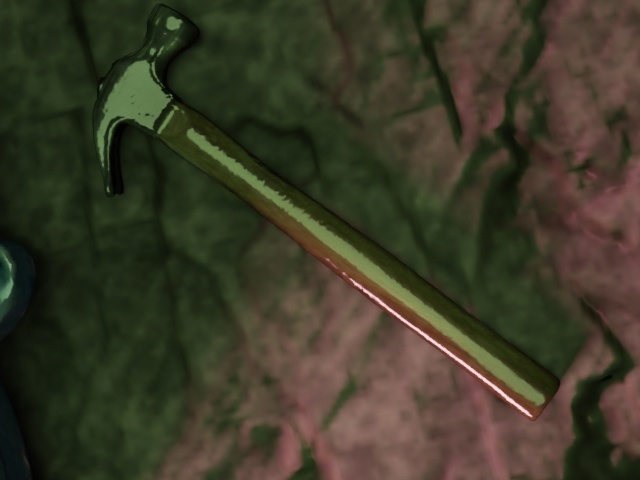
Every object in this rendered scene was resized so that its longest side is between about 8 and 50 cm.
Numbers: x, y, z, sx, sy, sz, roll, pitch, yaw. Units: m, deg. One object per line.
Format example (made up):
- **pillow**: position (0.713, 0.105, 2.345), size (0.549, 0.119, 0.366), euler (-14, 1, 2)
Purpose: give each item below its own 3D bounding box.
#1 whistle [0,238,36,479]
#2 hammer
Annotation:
- **whistle**: position (-0.166, 0.044, 0.610), size (0.180, 0.093, 0.269), euler (-41, 78, 14)
- **hammer**: position (0.000, 0.000, 0.616), size (0.182, 0.017, 0.062), euler (38, 95, 6)
